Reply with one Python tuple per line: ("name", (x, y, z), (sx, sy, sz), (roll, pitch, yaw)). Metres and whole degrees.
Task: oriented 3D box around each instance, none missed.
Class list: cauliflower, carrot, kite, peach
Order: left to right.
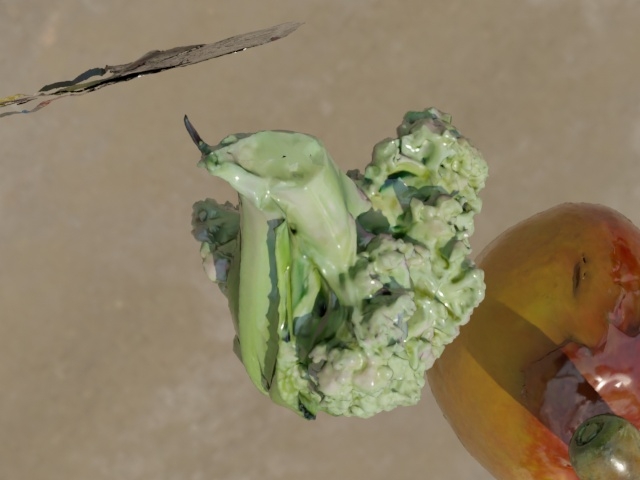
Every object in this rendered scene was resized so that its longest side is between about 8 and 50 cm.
("kite", (-0.147, -0.109, 1.338), (0.285, 0.015, 0.152), (-17, -171, 4))
("cauliflower", (0.000, 0.000, 1.459), (0.239, 0.256, 0.315), (-12, 141, 17))
("peach", (0.276, 0.132, 2.254), (0.372, 0.290, 0.372), (-57, -171, 15))
("carrot", (0.360, 0.286, 1.984), (0.078, 0.298, 0.078), (-41, -164, 14))
